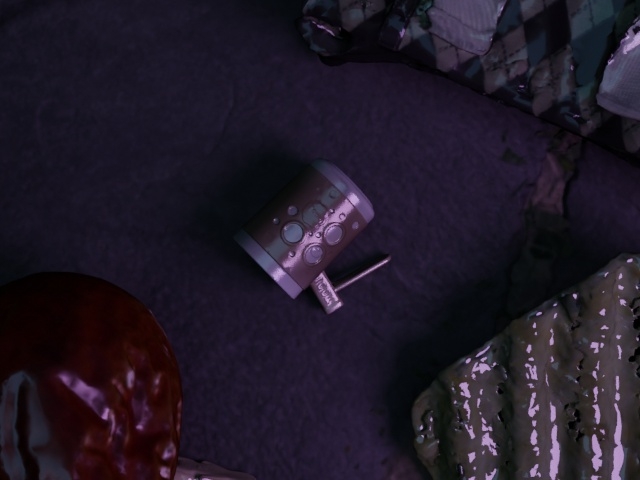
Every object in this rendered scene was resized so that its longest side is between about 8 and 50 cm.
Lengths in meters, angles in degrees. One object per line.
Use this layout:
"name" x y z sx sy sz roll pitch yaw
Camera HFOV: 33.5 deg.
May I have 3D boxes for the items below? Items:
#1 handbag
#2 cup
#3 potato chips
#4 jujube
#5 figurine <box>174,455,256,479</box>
"handbag" 0.211 -0.214 0.824 0.416 0.180 0.317 27 88 15
"cup" -0.001 -0.002 0.857 0.099 0.074 0.102 -45 81 -2
"potato chips" 0.276 0.202 0.793 0.373 0.097 0.389 -26 82 0
"jujube" -0.186 0.149 0.781 0.190 0.190 0.255 -24 60 2
"figurine" -0.095 0.206 0.857 0.083 0.047 0.051 15 99 0
